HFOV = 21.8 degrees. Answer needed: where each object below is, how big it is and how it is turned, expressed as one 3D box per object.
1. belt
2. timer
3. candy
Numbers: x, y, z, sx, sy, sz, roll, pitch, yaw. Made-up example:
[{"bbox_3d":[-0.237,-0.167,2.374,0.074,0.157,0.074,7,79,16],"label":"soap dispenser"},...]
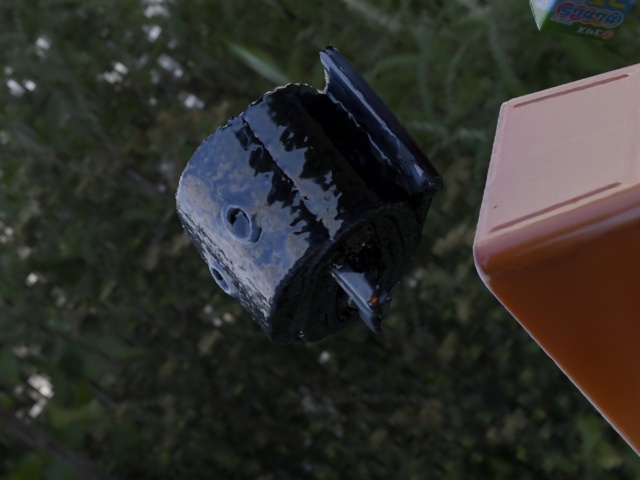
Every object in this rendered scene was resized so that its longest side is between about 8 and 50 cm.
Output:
[{"bbox_3d":[0.000,0.000,0.952,0.122,0.128,0.218,-36,-11,-9],"label":"belt"},{"bbox_3d":[0.246,0.023,1.256,0.161,0.250,0.257,-18,27,22],"label":"timer"},{"bbox_3d":[0.315,-0.311,1.819,0.097,0.062,0.194,6,-42,-21],"label":"candy"}]
